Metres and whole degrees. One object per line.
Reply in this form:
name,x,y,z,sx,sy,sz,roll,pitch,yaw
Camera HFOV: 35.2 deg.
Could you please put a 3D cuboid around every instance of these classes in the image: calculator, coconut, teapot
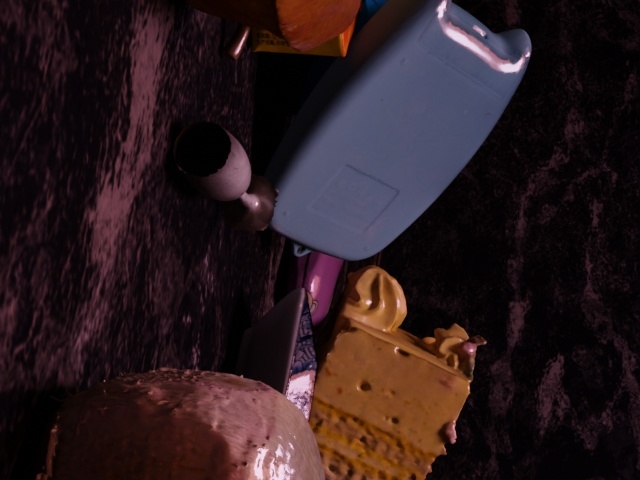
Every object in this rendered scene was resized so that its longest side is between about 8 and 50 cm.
calculator,0.084,-0.124,1.219,0.386,0.256,0.054,-51,-136,18
coconut,-0.081,0.171,0.660,0.194,0.194,0.194,6,90,-82
teapot,-0.067,-0.231,0.981,0.110,0.080,0.085,-47,144,1

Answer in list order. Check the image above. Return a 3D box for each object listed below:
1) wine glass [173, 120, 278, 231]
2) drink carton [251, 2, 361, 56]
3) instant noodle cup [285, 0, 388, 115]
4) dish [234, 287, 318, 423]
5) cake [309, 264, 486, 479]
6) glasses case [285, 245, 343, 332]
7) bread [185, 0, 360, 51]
wine glass,-0.086,-0.059,0.937,0.198,0.066,0.066,57,39,-75
drink carton,-0.015,-0.385,1.051,0.154,0.111,0.351,-74,165,-56
instant noodle cup,0.061,-0.235,1.325,0.240,0.240,0.178,-25,127,-81
dish,-0.058,0.181,1.220,0.243,0.080,0.182,84,14,-61
cake,0.087,0.204,1.479,0.286,0.227,0.222,-62,-175,9
glasses case,0.000,0.000,1.512,0.123,0.075,0.316,87,12,-45
bread,-0.030,-0.307,0.808,0.312,0.172,0.312,9,90,-79
